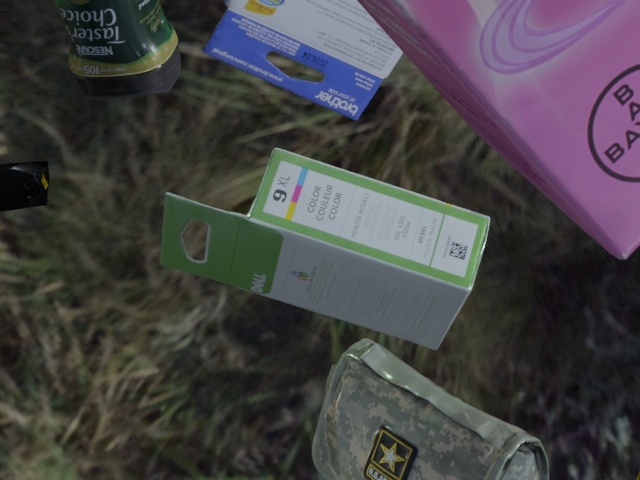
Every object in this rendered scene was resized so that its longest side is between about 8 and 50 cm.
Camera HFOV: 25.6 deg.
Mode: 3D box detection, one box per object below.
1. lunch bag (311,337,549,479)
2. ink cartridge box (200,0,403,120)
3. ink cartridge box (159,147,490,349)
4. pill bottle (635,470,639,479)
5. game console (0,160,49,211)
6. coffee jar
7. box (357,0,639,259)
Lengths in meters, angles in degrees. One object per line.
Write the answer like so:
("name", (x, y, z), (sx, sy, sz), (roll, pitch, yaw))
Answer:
("lunch bag", (0.118, 0.261, 1.528), (0.235, 0.169, 0.287), (30, 145, 36))
("ink cartridge box", (0.035, -0.277, 1.291), (0.185, 0.065, 0.311), (20, 114, -28))
("ink cartridge box", (0.000, 0.000, 0.962), (0.209, 0.109, 0.062), (17, 63, 0))
("pill bottle", (0.202, 0.135, 0.656), (0.117, 0.118, 0.208), (13, 133, 5))
("game console", (-0.374, -0.040, 1.230), (0.213, 0.361, 0.044), (-7, 94, -23))
("coffee jar", (-0.182, -0.208, 1.198), (0.096, 0.079, 0.184), (-1, 127, 18))
("box", (0.071, -0.160, 0.382), (0.213, 0.117, 0.243), (-43, 117, 5))
